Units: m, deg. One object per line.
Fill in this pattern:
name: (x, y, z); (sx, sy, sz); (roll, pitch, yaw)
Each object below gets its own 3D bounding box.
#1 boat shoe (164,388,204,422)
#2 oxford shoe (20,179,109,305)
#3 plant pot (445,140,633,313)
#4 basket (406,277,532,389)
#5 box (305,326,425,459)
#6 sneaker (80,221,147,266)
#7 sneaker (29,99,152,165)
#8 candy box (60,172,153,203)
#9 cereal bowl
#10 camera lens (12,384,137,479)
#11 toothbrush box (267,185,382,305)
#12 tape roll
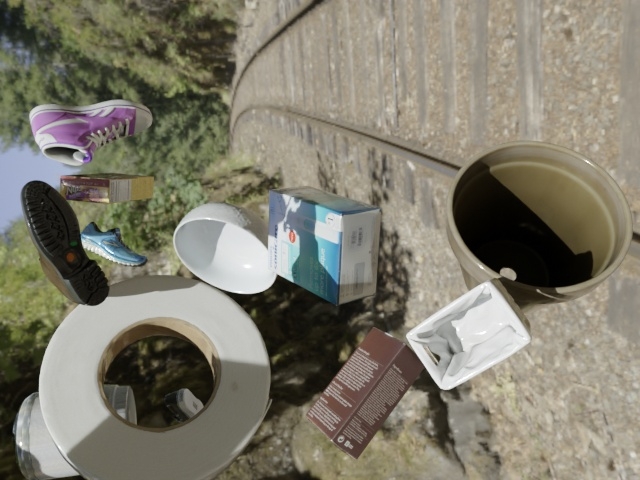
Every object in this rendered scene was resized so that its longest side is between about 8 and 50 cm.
boat shoe: (-0.402, 0.512, 1.734); (0.229, 0.076, 0.080); (75, -173, -53)
oxford shoe: (-0.447, 0.010, 0.975); (0.083, 0.096, 0.227); (-37, -64, -48)
plant pot: (0.398, 0.012, 1.163); (0.280, 0.322, 0.323); (83, 176, -61)
basket: (0.243, 0.145, 0.942); (0.113, 0.167, 0.103); (56, -158, 9)
box: (0.146, 0.489, 1.904); (0.143, 0.381, 0.191); (44, 168, -27)
sneaker: (-0.461, 0.008, 1.304); (0.073, 0.162, 0.063); (-65, 4, -7)
sneaker: (-0.528, -0.245, 1.394); (0.161, 0.282, 0.102); (59, 146, 29)
candy box: (-0.440, -0.111, 1.217); (0.186, 0.109, 0.053); (-31, -53, -77)
cereal bowl: (-0.269, 0.006, 1.785); (0.339, 0.338, 0.141); (92, -167, -48)
camera lens: (-0.634, 0.497, 1.522); (0.219, 0.274, 0.220); (176, 90, -79)
toothbrush box: (0.000, 0.000, 1.412); (0.295, 0.126, 0.217); (24, 117, 50)
tape roll: (-0.280, 0.243, 1.028); (0.072, 0.391, 0.392); (115, 149, -53)
